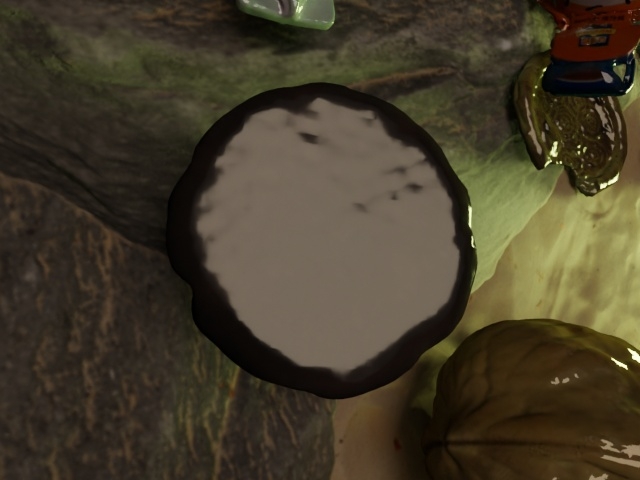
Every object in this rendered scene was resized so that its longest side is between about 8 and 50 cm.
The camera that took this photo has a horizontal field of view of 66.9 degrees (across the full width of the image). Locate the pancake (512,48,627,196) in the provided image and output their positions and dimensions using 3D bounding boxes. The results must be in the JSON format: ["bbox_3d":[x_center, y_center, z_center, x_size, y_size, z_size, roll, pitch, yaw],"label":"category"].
[{"bbox_3d":[0.369,-0.175,0.708,0.235,0.029,0.212,13,78,-23],"label":"pancake"}]

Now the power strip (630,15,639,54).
[{"bbox_3d":[0.512,-0.340,0.780,0.215,0.044,0.137,16,77,-21],"label":"power strip"}]

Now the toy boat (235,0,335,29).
[{"bbox_3d":[-0.049,-0.358,0.509,0.199,0.100,0.291,1,83,-23],"label":"toy boat"}]

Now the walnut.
[{"bbox_3d":[0.252,0.227,0.491,0.312,0.252,0.277,18,89,-16],"label":"walnut"}]

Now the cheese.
[{"bbox_3d":[0.389,-0.345,0.661,0.129,0.216,0.330,33,72,-58],"label":"cheese"}]

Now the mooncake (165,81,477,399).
[{"bbox_3d":[0.000,0.000,0.467,0.282,0.141,0.283,2,81,-14],"label":"mooncake"}]
